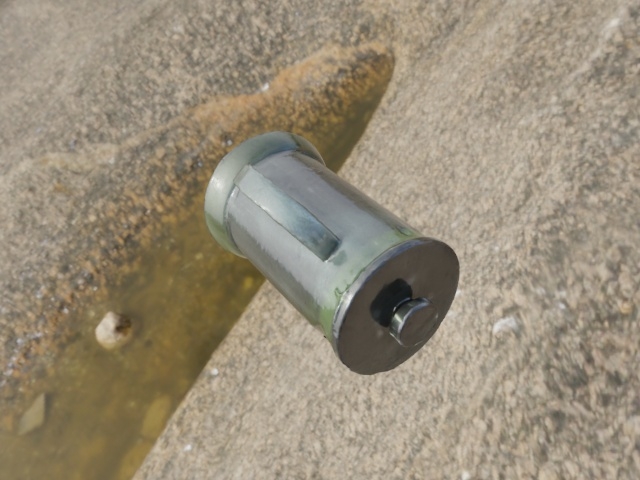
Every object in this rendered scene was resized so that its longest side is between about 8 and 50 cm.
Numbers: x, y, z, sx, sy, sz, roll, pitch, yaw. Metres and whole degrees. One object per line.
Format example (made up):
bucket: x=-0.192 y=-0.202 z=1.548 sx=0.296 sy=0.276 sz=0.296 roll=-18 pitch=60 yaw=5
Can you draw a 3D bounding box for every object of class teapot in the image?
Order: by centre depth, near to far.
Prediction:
teapot: x=0.000 y=0.000 z=0.748 sx=0.200 sy=0.270 sz=0.337 roll=-48 pitch=48 yaw=-2
